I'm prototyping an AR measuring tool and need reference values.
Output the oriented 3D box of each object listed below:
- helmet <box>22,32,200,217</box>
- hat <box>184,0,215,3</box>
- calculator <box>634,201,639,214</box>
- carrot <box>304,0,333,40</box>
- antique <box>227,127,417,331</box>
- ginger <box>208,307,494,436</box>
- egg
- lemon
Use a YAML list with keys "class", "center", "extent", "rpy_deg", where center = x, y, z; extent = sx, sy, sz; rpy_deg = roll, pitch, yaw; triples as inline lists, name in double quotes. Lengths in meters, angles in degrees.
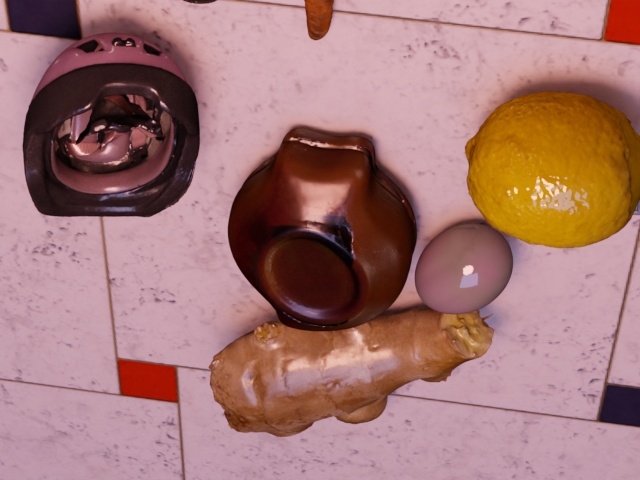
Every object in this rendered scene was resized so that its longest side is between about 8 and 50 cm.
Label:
- class: "helmet"
  center: [-0.238, -0.138, 1.954]
  extent: [0.198, 0.154, 0.253]
  rpy_deg: [0, 159, -15]
- class: "hat"
  center: [-0.134, -0.306, 1.817]
  extent: [0.121, 0.050, 0.121]
  rpy_deg: [9, 144, 7]
- class: "calculator"
  center: [0.307, -0.051, 2.020]
  extent: [0.172, 0.018, 0.057]
  rpy_deg: [1, 138, 9]
- class: "carrot"
  center: [-0.005, -0.281, 1.826]
  extent: [0.047, 0.047, 0.191]
  rpy_deg: [3, 143, 10]
- class: "antique"
  center: [0.000, 0.000, 2.061]
  extent: [0.224, 0.129, 0.278]
  rpy_deg: [12, 136, 3]
- class: "ginger"
  center: [0.047, 0.183, 2.227]
  extent: [0.376, 0.166, 0.236]
  rpy_deg: [3, 130, 22]
- class: "egg"
  center: [0.171, 0.035, 2.078]
  extent: [0.103, 0.103, 0.135]
  rpy_deg: [33, 137, -22]
- class: "lemon"
  center: [0.257, -0.078, 1.888]
  extent: [0.193, 0.180, 0.180]
  rpy_deg: [28, 136, -5]
